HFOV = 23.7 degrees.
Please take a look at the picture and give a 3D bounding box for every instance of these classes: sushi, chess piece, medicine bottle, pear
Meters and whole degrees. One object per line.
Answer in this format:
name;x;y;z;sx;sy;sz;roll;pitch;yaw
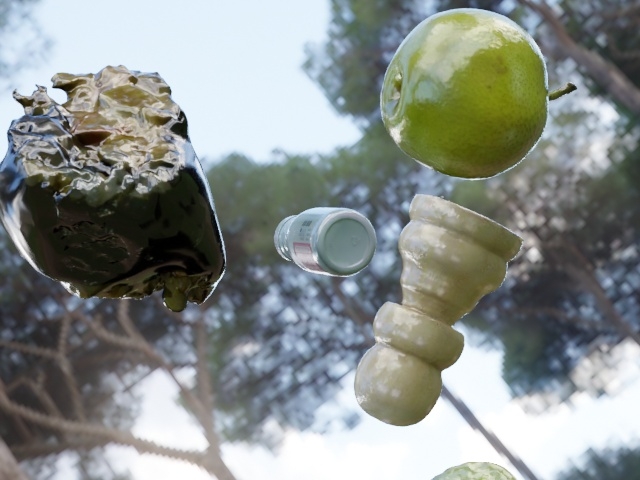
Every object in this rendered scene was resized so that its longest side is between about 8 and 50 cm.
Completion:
sushi;-0.190;-0.035;1.393;0.213;0.200;0.204;4;-48;-8
chess piece;0.124;0.089;1.744;0.261;0.143;0.143;-68;-22;-5
medicine bottle;0.000;0.000;2.076;0.090;0.090;0.217;-32;11;-15
pear;0.172;-0.147;1.580;0.216;0.180;0.166;6;-29;-27

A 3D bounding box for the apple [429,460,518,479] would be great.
apple;0.097;0.373;1.385;0.346;0.179;0.254;-60;-7;-25
